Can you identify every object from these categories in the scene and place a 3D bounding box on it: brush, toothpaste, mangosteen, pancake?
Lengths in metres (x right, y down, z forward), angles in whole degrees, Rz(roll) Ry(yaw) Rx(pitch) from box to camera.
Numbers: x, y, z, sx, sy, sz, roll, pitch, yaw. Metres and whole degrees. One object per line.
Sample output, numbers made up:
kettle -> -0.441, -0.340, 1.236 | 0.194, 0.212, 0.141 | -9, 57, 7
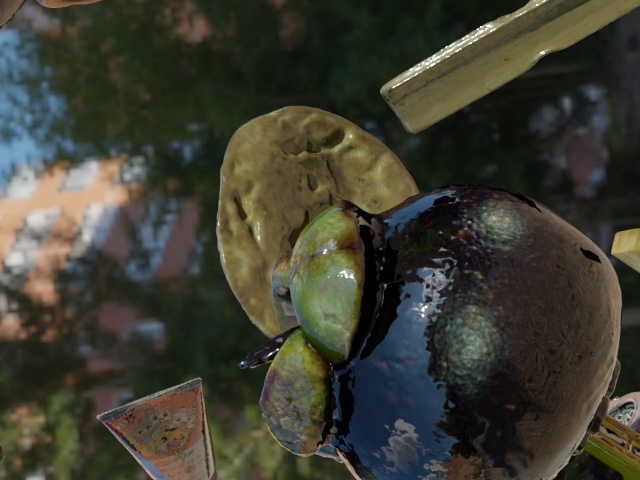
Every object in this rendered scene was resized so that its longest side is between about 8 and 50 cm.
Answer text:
brush -> 0.179, -0.180, 1.393 | 0.054, 0.282, 0.048 | 53, -166, -27
toothpaste -> -0.130, 0.171, 1.464 | 0.234, 0.089, 0.057 | 79, 169, -64
mangosteen -> 0.074, 0.068, 1.088 | 0.243, 0.243, 0.243 | -7, -90, -81
pancake -> 0.000, 0.000, 1.480 | 0.050, 0.242, 0.242 | -39, 47, 52

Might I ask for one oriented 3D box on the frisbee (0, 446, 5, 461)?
frisbee -> -0.393, 0.339, 1.883 | 0.012, 0.187, 0.211 | 43, 163, 53

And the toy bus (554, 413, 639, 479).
toy bus -> 0.231, 0.338, 1.860 | 0.331, 0.145, 0.151 | -59, -5, 12

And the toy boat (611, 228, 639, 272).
toy boat -> 0.459, 0.059, 2.124 | 0.088, 0.226, 0.068 | -46, 18, 51

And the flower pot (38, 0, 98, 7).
flower pot -> -0.251, -0.336, 1.692 | 0.173, 0.190, 0.190 | 66, -174, 11

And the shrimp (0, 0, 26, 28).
shrimp -> -0.331, -0.172, 1.420 | 0.054, 0.222, 0.290 | 55, -137, -17

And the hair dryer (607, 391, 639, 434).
hair dryer -> 0.401, 0.334, 1.916 | 0.210, 0.125, 0.352 | 43, -156, -12
